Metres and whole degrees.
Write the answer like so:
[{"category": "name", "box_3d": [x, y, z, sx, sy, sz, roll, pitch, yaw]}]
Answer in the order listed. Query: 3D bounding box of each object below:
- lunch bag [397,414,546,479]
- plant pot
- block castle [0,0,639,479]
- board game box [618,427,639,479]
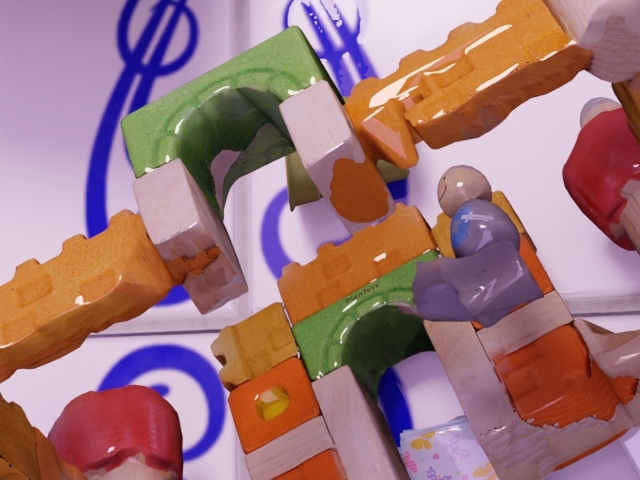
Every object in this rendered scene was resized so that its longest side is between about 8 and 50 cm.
[{"category": "lunch bag", "box_3d": [0.094, 0.143, 0.954, 0.083, 0.053, 0.071, -15, 80, 1]}, {"category": "plant pot", "box_3d": [0.017, -0.063, 0.996, 0.079, 0.083, 0.083, -5, 80, 1]}, {"category": "block castle", "box_3d": [0.000, 0.000, 0.859, 0.453, 0.303, 0.213, -29, 41, 6]}, {"category": "board game box", "box_3d": [0.312, 0.169, 0.894, 0.193, 0.053, 0.305, -30, 76, 7]}]
